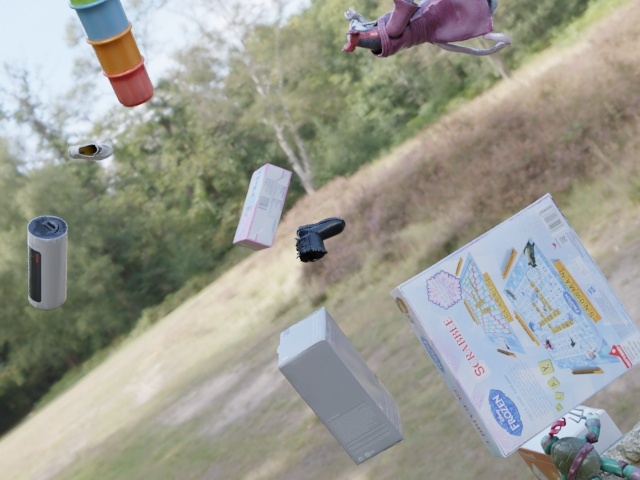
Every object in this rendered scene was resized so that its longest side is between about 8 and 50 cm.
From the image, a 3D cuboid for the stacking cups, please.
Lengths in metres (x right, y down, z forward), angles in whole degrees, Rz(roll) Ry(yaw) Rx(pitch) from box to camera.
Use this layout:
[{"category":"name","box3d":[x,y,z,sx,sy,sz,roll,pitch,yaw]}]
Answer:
[{"category":"stacking cups","box3d":[-0.354,-0.359,1.383,0.096,0.316,0.096,-9,38,7]}]

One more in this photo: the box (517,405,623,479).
[{"category":"box","box3d":[0.641,0.567,2.005,0.168,0.345,0.215,-35,0,-13]}]

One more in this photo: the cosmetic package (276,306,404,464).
[{"category":"cosmetic package","box3d":[0.033,0.244,1.475,0.107,0.238,0.127,-30,21,11]}]

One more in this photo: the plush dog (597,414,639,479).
[{"category":"plush dog","box3d":[0.705,0.430,1.683,0.262,0.225,0.210,-34,-16,-29]}]

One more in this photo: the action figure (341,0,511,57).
[{"category":"action figure","box3d":[0.216,-0.499,2.078,0.370,0.275,0.248,-26,-1,-17]}]

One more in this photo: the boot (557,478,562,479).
[{"category":"boot","box3d":[0.486,0.592,1.736,0.091,0.228,0.263,-10,-17,38]}]

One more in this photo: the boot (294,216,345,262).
[{"category":"boot","box3d":[0.000,0.000,1.925,0.121,0.045,0.099,-12,36,4]}]

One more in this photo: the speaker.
[{"category":"speaker","box3d":[-0.390,0.032,1.248,0.055,0.055,0.136,-40,-27,-47]}]

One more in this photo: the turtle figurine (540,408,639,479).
[{"category":"turtle figurine","box3d":[0.505,0.428,1.677,0.118,0.234,0.175,8,-71,-53]}]

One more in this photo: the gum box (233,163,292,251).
[{"category":"gum box","box3d":[-0.129,-0.077,1.954,0.107,0.062,0.188,-15,58,67]}]

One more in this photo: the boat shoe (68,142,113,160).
[{"category":"boat shoe","box3d":[-0.446,-0.177,1.726,0.035,0.035,0.100,-3,2,40]}]

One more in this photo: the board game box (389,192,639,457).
[{"category":"board game box","box3d":[0.330,0.135,1.439,0.318,0.318,0.066,-30,-7,-14]}]
